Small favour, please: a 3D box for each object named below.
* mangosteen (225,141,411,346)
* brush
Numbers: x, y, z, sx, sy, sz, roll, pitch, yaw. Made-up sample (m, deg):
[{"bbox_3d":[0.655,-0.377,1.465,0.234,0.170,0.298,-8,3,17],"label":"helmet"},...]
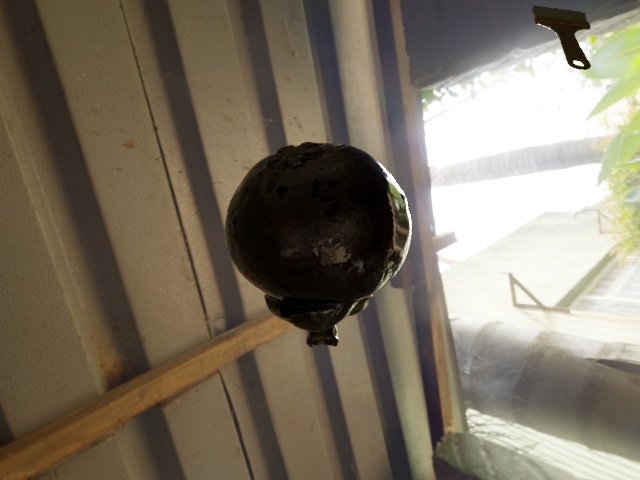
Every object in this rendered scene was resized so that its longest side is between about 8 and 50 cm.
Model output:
[{"bbox_3d":[-0.003,-0.011,0.694,0.330,0.330,0.329,1,-92,-41],"label":"mangosteen"},{"bbox_3d":[0.368,-0.302,0.605,0.011,0.084,0.205,94,-171,-50],"label":"brush"}]
